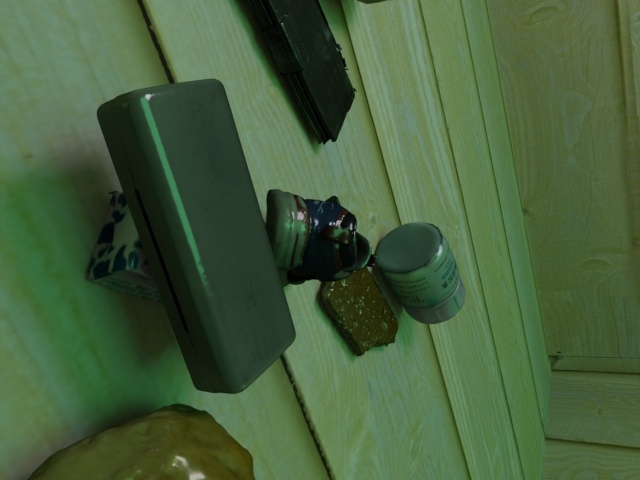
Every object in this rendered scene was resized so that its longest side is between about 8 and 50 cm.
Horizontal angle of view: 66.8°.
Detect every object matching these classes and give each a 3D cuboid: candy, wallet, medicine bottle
[{"bbox_3d":[-0.126,0.016,0.461,0.160,0.073,0.092,35,54,-51],"label":"candy"},{"bbox_3d":[-0.035,-0.309,0.697,0.317,0.044,0.169,59,35,-37],"label":"wallet"},{"bbox_3d":[0.194,0.064,0.922,0.168,0.135,0.135,58,40,-37],"label":"medicine bottle"}]

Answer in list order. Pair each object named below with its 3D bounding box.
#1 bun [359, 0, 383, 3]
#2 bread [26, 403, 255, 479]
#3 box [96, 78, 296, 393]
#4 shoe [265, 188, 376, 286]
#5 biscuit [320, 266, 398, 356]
[{"bbox_3d":[0.061,-0.498,0.801,0.220,0.134,0.221,14,73,-52],"label":"bun"},{"bbox_3d":[-0.127,0.244,0.364,0.244,0.134,0.245,7,82,-57],"label":"bread"},{"bbox_3d":[-0.091,-0.002,0.400,0.103,0.055,0.244,-35,115,-52],"label":"box"},{"bbox_3d":[0.000,0.001,0.561,0.227,0.125,0.099,94,-5,-81],"label":"shoe"},{"bbox_3d":[0.069,0.120,0.809,0.237,0.026,0.131,59,41,-36],"label":"biscuit"}]
